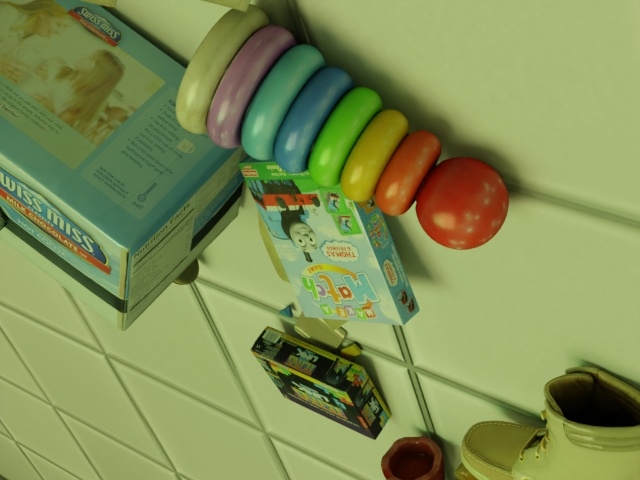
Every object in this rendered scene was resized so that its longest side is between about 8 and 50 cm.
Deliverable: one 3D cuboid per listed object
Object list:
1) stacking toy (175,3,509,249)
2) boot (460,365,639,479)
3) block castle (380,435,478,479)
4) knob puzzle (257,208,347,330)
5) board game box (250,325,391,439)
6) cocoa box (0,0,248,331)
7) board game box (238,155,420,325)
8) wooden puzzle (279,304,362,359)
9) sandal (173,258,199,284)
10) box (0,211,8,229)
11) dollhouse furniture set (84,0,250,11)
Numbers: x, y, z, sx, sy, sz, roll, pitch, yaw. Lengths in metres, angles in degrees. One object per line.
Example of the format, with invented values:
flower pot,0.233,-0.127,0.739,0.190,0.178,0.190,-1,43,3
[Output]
stacking toy,0.029,-0.092,1.187,0.330,0.141,0.141,31,151,7
boot,0.262,0.218,1.371,0.262,0.095,0.203,16,144,35
block castle,0.221,0.437,1.519,0.453,0.303,0.212,16,143,37
knob puzzle,0.000,0.000,1.448,0.213,0.030,0.213,27,138,27
board game box,0.001,0.198,1.700,0.170,0.048,0.141,20,153,34
cocoa box,-0.284,-0.112,1.425,0.347,0.231,0.228,37,153,9
board game box,0.009,-0.005,1.376,0.160,0.039,0.211,1,123,45
wooden puzzle,0.001,0.121,1.646,0.116,0.014,0.078,41,148,0
sandal,-0.196,-0.007,1.661,0.049,0.072,0.180,1,133,20
box,-0.426,-0.057,1.401,0.137,0.027,0.094,14,143,41
dollhouse furniture set,-0.147,-0.295,1.149,0.184,0.129,0.129,13,155,-11
